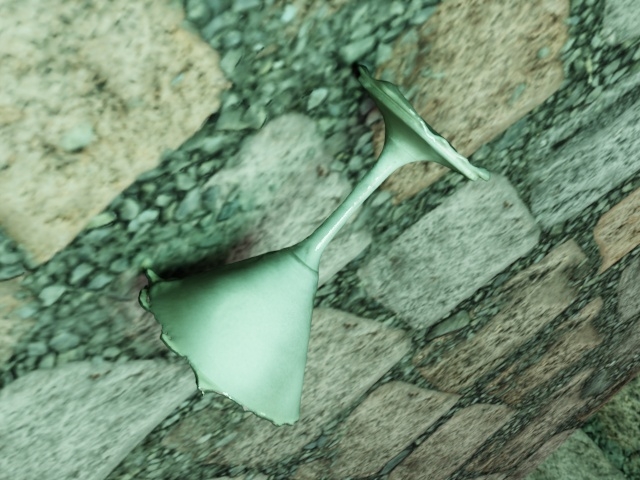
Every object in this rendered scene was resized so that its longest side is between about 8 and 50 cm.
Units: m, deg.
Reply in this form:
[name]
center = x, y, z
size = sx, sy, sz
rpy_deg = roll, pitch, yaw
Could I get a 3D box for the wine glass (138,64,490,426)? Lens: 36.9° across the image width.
[wine glass]
center = 0.000, 0.000, 0.685
size = 0.232, 0.156, 0.156
rpy_deg = -49, 150, 9
